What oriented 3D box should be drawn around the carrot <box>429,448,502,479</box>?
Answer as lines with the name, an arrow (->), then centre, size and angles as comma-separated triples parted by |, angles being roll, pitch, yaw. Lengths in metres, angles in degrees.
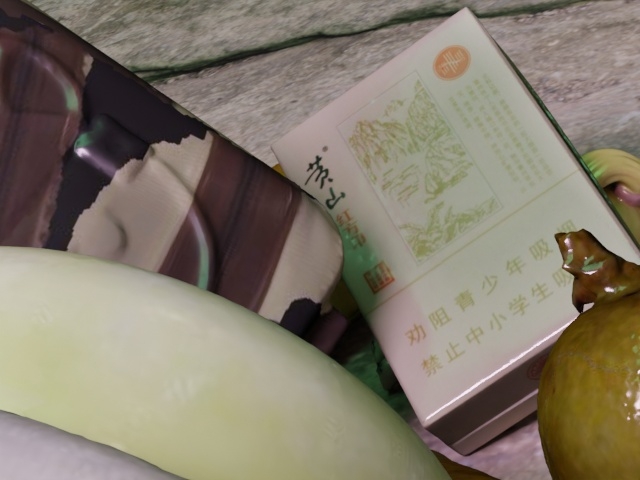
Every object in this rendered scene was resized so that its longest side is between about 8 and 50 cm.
carrot -> 0.028, 0.116, 0.835 | 0.078, 0.078, 0.298 | -30, 21, -12

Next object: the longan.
longan -> 0.160, 0.058, 0.704 | 0.145, 0.176, 0.155 | -43, -11, 33

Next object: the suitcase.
suitcase -> -0.197, 0.050, 0.812 | 0.351, 0.339, 0.194 | -58, 3, -35

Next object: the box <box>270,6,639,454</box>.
box -> 0.076, -0.008, 0.903 | 0.141, 0.058, 0.201 | -36, 56, 8

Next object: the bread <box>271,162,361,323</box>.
bread -> 0.000, 0.000, 1.047 | 0.245, 0.102, 0.094 | -40, 17, -30

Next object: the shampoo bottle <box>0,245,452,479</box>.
shampoo bottle -> -0.105, 0.185, 0.494 | 0.322, 0.322, 0.317 | -8, 39, 32

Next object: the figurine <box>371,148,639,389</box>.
figurine -> 0.106, 0.020, 0.958 | 0.187, 0.083, 0.083 | -30, 22, 11
